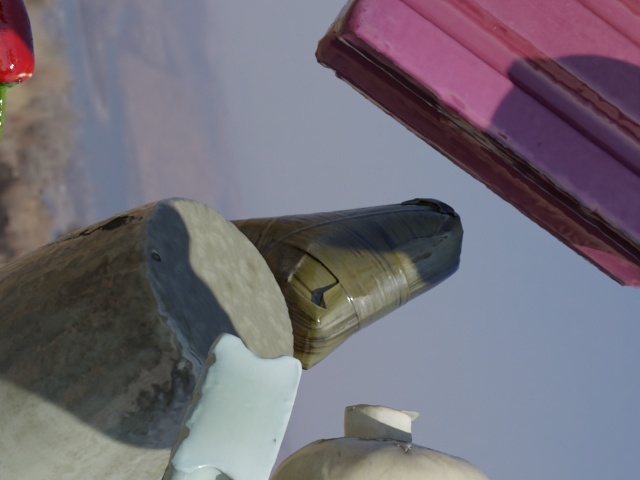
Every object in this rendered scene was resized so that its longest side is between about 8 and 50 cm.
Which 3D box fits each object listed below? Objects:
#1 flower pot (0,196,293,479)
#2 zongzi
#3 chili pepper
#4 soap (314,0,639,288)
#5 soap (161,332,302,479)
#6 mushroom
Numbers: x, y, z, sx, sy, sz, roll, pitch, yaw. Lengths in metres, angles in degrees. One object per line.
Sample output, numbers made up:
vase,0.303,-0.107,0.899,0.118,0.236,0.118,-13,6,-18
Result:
flower pot,-0.212,0.128,1.717,0.293,0.330,0.294,40,34,-35
zongzi,0.000,0.000,2.253,0.300,0.286,0.138,36,-35,40
chili pepper,-0.413,-0.296,2.025,0.137,0.092,0.368,-39,-109,45
soap,0.206,-0.151,1.471,0.233,0.359,0.128,-55,-174,-14
soap,-0.077,0.170,1.175,0.198,0.066,0.119,113,-2,-47
mushroom,0.057,0.260,1.737,0.246,0.246,0.202,84,6,-65
